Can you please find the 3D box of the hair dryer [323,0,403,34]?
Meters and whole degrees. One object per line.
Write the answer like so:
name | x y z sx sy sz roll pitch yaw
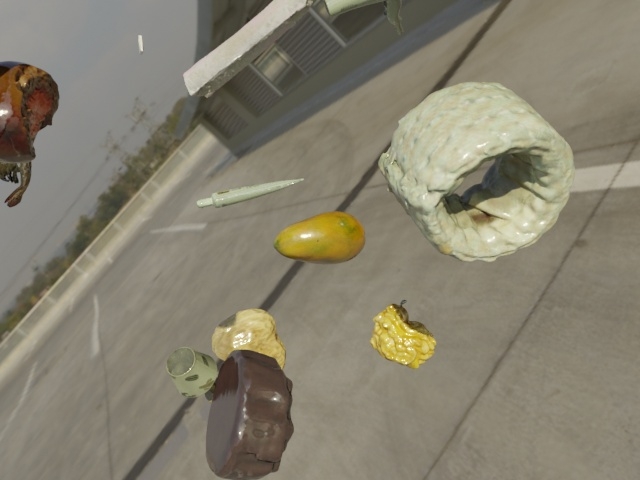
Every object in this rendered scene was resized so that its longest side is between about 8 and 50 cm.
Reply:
hair dryer | 0.109 -0.516 1.314 0.229 0.092 0.267 -19 -16 -13

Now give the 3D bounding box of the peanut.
peanut | -0.200 0.317 1.694 0.197 0.233 0.110 -26 -3 -6

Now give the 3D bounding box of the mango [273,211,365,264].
mango | 0.005 -0.002 1.017 0.163 0.089 0.111 -2 -23 -44

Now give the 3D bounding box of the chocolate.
chocolate | -0.387 -0.158 0.734 0.127 0.124 0.133 -27 22 -10

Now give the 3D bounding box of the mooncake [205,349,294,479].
mooncake | -0.158 0.388 1.319 0.283 0.141 0.283 -45 38 50

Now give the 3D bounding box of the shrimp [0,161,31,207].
shrimp | -0.651 -0.109 1.192 0.178 0.124 0.034 -30 -20 6

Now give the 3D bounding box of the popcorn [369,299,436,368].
popcorn | 0.226 0.289 1.707 0.163 0.194 0.140 -50 -14 30

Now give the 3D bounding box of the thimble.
thimble | 0.259 -0.112 1.007 0.291 0.291 0.195 -44 37 15

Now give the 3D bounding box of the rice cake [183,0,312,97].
rice cake | -0.166 -0.455 1.360 0.365 0.072 0.056 -42 -14 -4

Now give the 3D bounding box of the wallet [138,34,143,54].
wallet | -0.495 -0.538 1.624 0.011 0.044 0.083 -7 11 -17

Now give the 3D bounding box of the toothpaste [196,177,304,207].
toothpaste | -0.163 -0.114 1.384 0.256 0.037 0.067 -15 8 -10

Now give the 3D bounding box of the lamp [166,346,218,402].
lamp | -0.317 0.359 1.541 0.121 0.214 0.121 -9 55 14
